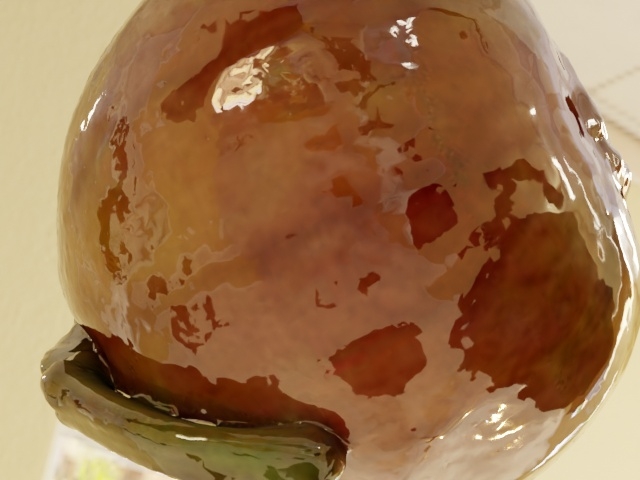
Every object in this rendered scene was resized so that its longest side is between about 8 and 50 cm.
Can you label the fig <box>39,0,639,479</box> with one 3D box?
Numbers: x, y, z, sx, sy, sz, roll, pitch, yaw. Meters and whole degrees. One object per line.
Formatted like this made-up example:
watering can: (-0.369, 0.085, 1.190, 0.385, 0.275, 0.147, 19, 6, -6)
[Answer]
fig: (0.000, -0.001, 0.497, 0.205, 0.205, 0.205, 9, 153, 5)
